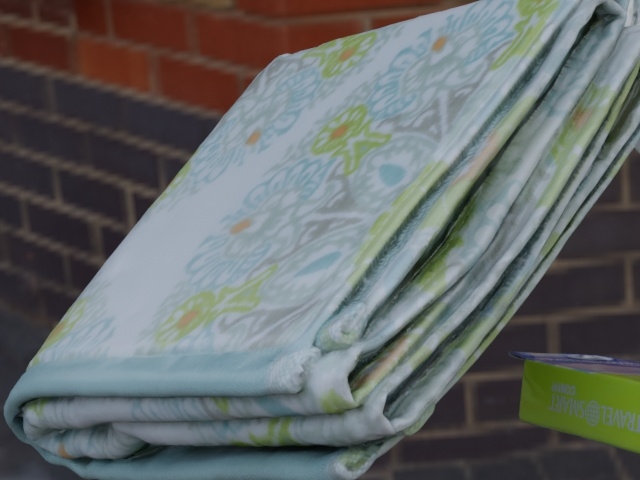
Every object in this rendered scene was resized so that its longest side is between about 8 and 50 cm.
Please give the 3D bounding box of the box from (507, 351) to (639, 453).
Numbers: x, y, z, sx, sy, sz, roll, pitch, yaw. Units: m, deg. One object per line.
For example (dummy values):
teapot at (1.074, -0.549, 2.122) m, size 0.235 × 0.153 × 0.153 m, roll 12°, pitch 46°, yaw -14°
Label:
box at (0.190, 0.094, 1.085) m, size 0.109 × 0.042 × 0.178 m, roll 6°, pitch 1°, yaw -25°

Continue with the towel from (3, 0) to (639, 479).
towel at (0.000, 0.000, 1.130) m, size 0.374 × 0.090 × 0.320 m, roll -7°, pitch 39°, yaw 55°

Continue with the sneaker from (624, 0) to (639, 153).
sneaker at (0.364, -0.191, 1.861) m, size 0.236 × 0.323 × 0.130 m, roll -26°, pitch 33°, yaw 39°
